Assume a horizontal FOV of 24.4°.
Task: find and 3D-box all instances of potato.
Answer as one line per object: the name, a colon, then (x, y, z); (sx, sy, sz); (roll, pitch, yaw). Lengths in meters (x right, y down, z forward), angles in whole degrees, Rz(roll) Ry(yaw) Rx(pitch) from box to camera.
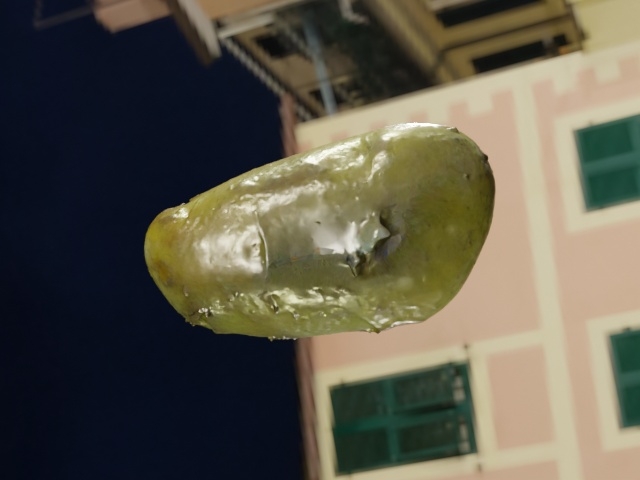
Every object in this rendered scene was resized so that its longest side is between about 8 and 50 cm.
potato: (0.000, 0.000, 0.770); (0.085, 0.188, 0.105); (-32, -68, -81)
